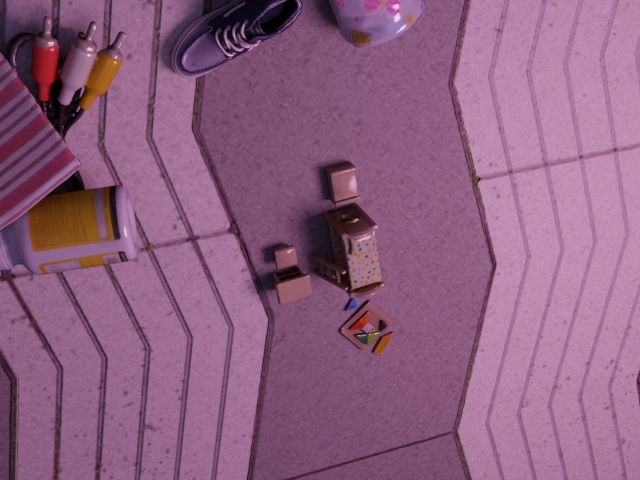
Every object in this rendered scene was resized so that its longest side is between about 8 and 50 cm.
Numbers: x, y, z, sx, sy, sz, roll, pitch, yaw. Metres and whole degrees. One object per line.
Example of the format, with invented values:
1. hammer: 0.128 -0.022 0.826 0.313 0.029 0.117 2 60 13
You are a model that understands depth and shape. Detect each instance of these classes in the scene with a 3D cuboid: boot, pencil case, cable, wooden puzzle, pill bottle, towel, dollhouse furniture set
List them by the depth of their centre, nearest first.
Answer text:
1. towel: -0.407 -0.129 1.106 0.144 0.029 0.197 -36 92 7
2. cable: -0.347 -0.152 1.149 0.139 0.072 0.287 8 111 -25
3. pencil case: 0.034 -0.389 1.160 0.124 0.113 0.273 -29 120 6
4. pill bottle: -0.339 -0.011 1.166 0.184 0.103 0.103 -9 116 -6
5. boot: -0.113 -0.276 1.172 0.190 0.086 0.069 -39 121 0
6. dollhouse furniture set: 0.000 0.000 1.331 0.160 0.101 0.182 -17 118 -13
7. wooden puzzle: 0.080 0.144 1.478 0.116 0.014 0.079 33 99 -29
